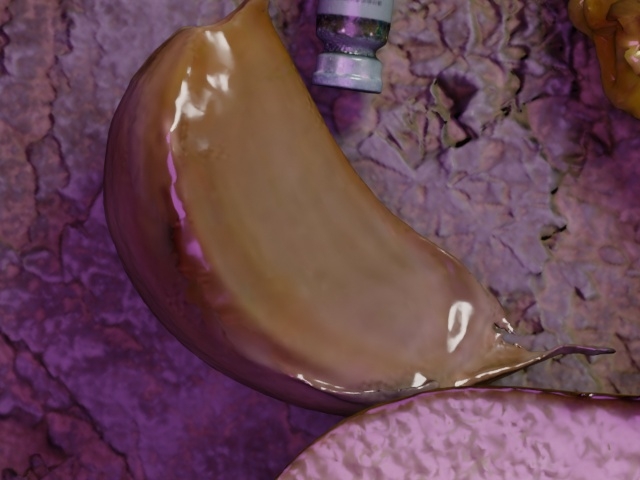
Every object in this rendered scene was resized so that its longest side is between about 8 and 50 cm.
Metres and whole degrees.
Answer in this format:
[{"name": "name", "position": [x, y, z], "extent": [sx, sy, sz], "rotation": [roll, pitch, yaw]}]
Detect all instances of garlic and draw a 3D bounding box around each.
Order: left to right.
[{"name": "garlic", "position": [-0.002, 0.018, 1.101], "extent": [0.196, 0.151, 0.338], "rotation": [-44, 91, 8]}]

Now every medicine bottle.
[{"name": "medicine bottle", "position": [0.028, -0.192, 1.138], "extent": [0.051, 0.051, 0.191], "rotation": [6, 93, 8]}]

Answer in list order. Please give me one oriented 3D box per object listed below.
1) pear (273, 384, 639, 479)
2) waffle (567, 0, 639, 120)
[{"name": "pear", "position": [0.117, 0.248, 1.068], "extent": [0.386, 0.191, 0.340], "rotation": [-29, 84, 8]}, {"name": "waffle", "position": [0.355, -0.177, 1.060], "extent": [0.379, 0.095, 0.382], "rotation": [41, 103, 7]}]
